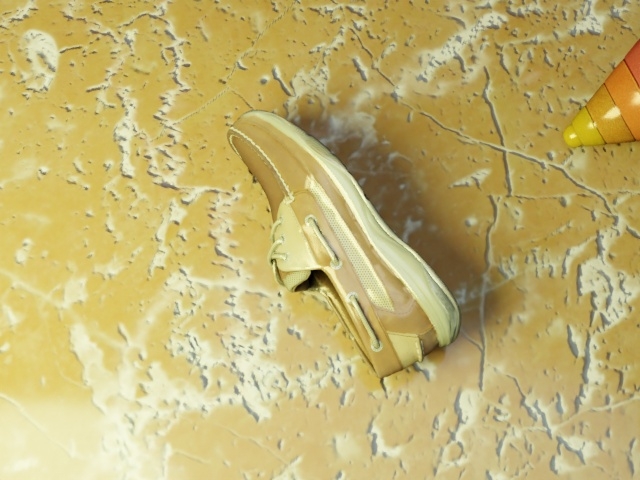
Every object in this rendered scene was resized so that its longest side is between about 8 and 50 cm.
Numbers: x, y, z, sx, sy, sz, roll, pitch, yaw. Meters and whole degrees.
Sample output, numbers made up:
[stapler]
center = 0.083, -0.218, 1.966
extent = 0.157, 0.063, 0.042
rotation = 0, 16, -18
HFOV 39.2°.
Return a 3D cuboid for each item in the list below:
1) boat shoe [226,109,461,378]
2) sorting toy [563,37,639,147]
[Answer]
[boat shoe]
center = 0.000, 0.000, 0.912
extent = 0.116, 0.123, 0.324
rotation = -38, 72, -11
[sorting toy]
center = 0.369, -0.030, 0.950
extent = 0.126, 0.127, 0.365
rotation = -28, 72, 21
